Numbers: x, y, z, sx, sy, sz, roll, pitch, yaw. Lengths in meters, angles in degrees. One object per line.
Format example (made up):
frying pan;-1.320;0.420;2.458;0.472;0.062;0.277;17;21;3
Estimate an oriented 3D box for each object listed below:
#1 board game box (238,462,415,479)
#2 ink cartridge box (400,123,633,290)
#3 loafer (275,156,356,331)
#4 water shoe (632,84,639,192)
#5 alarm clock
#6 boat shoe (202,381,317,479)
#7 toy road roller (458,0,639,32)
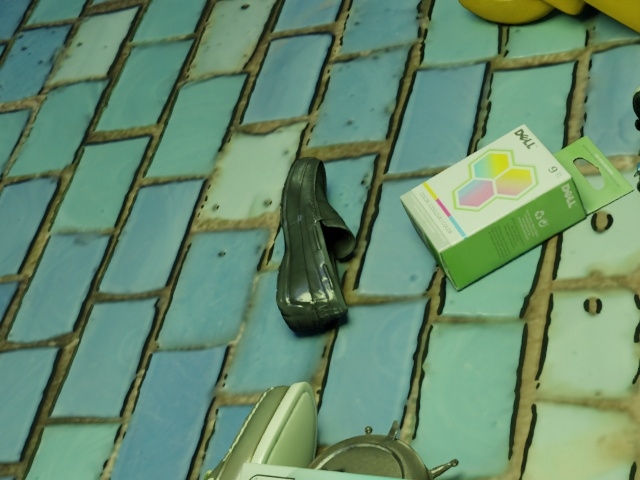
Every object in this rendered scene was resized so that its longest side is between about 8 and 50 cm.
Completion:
board game box;0.064;0.316;1.135;0.336;0.079;0.254;0;64;31
ink cartridge box;0.198;-0.049;1.495;0.209;0.062;0.109;-29;39;-1
loafer;0.000;0.000;1.556;0.078;0.076;0.223;-10;48;14
water shoe;0.338;-0.083;1.442;0.080;0.073;0.203;-29;40;4
alarm clock;0.028;0.248;1.292;0.129;0.064;0.192;15;60;39
boat shoe;-0.084;0.255;1.311;0.091;0.109;0.305;3;54;26
toy road roller;0.294;-0.340;1.676;0.329;0.240;0.202;30;60;4
